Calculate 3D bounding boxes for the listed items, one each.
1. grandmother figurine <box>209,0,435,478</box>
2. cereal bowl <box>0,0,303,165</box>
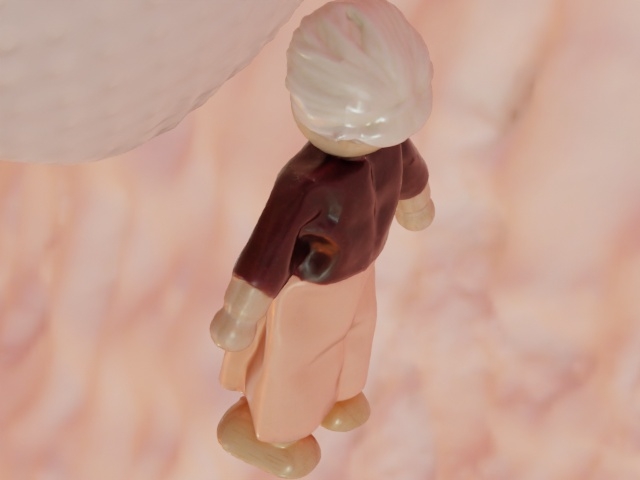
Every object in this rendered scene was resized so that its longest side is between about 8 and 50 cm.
[{"bbox_3d":[0.000,0.000,1.166,0.208,0.104,0.342,-48,-23,-46],"label":"grandmother figurine"},{"bbox_3d":[-0.099,-0.193,0.461,0.141,0.339,0.339,-36,48,23],"label":"cereal bowl"}]
